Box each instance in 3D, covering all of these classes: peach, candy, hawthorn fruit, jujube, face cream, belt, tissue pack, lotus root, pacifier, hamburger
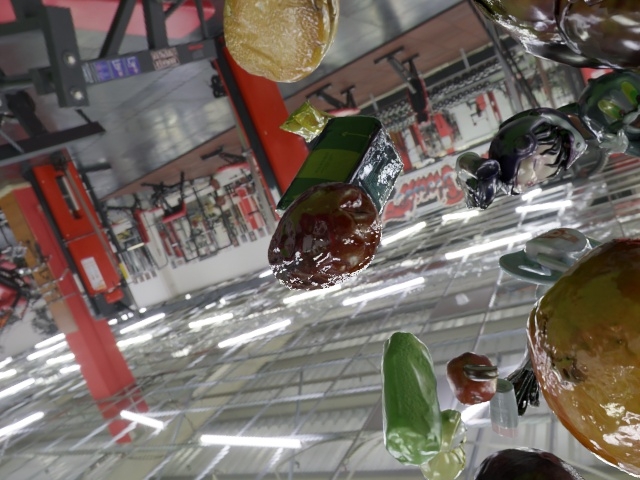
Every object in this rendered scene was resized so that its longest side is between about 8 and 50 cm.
[{"bbox_3d":[0.492,0.165,0.669,0.373,0.372,0.289,-25,153,-31],"label":"peach"},{"bbox_3d":[0.211,0.372,1.174,0.142,0.131,0.343,19,-150,-4],"label":"candy"},{"bbox_3d":[0.412,0.376,1.291,0.133,0.132,0.137,-19,-140,27],"label":"hawthorn fruit"},{"bbox_3d":[0.000,0.000,1.109,0.223,0.223,0.318,-27,172,-41],"label":"jujube"},{"bbox_3d":[0.545,0.501,1.427,0.084,0.198,0.057,11,-142,38],"label":"face cream"},{"bbox_3d":[0.688,0.394,1.551,0.359,0.126,0.094,-58,168,-12],"label":"belt"},{"bbox_3d":[0.072,-0.175,1.598,0.254,0.264,0.416,8,-119,39],"label":"tissue pack"},{"bbox_3d":[0.385,0.320,1.149,0.084,0.037,0.030,0,-166,11],"label":"lotus root"},{"bbox_3d":[0.551,0.087,1.108,0.279,0.207,0.228,-19,-152,-35],"label":"pacifier"},{"bbox_3d":[-0.100,-0.555,1.166,0.314,0.290,0.170,112,4,-48],"label":"hamburger"}]

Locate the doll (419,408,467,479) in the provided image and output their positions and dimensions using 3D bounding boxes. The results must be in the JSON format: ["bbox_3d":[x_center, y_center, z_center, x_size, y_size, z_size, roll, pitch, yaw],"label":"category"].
[{"bbox_3d":[0.331,0.541,1.251,0.117,0.296,0.141,27,-133,24],"label":"doll"}]

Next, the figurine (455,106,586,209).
[{"bbox_3d":[0.342,-0.148,0.837,0.223,0.145,0.145,-26,-174,-5],"label":"figurine"}]

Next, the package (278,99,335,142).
[{"bbox_3d":[-0.050,-0.474,1.913,0.168,0.090,0.226,-37,159,21],"label":"package"}]

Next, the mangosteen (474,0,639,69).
[{"bbox_3d":[0.327,-0.358,0.462,0.382,0.380,0.421,-19,-168,22],"label":"mangosteen"}]

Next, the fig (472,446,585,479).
[{"bbox_3d":[0.365,0.480,0.845,0.235,0.215,0.235,-55,167,-20],"label":"fig"}]

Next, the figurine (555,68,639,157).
[{"bbox_3d":[0.578,-0.211,0.838,0.193,0.265,0.140,-54,179,22],"label":"figurine"}]
